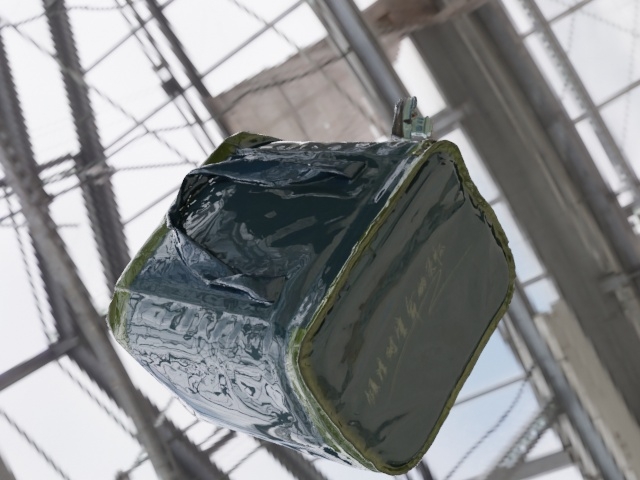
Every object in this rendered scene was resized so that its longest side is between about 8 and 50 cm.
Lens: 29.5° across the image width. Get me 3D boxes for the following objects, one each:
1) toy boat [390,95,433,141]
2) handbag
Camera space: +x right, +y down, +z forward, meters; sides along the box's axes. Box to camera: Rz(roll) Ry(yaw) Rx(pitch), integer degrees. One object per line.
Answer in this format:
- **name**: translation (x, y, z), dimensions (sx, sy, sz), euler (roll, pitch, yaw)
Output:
- **toy boat**: translation (0.150, -0.190, 1.968), dimensions (0.140, 0.066, 0.059), euler (-71, -14, -60)
- **handbag**: translation (-0.004, 0.042, 1.002), dimensions (0.263, 0.241, 0.222), euler (-54, -49, -24)
